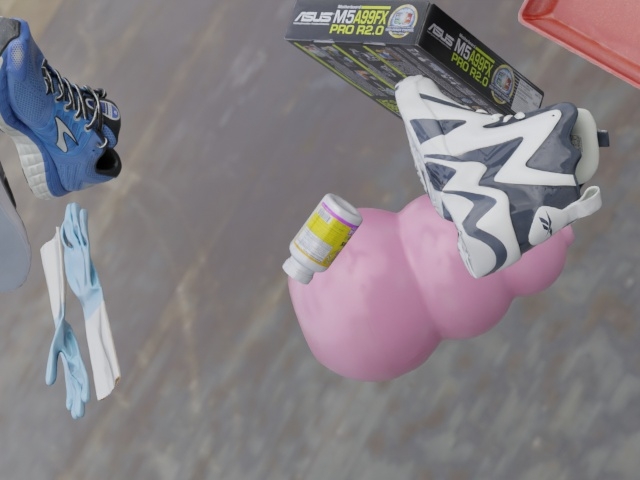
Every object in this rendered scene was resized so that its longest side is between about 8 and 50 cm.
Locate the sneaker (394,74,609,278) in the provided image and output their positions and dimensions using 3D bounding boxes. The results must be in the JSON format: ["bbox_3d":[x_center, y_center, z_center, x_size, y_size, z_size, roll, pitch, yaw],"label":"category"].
[{"bbox_3d":[0.161,-0.079,1.337,0.153,0.094,0.235,-20,36,-1],"label":"sneaker"}]

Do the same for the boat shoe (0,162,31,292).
[{"bbox_3d":[-0.350,-0.043,1.616,0.080,0.228,0.076,-10,46,4],"label":"boat shoe"}]

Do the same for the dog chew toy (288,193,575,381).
[{"bbox_3d":[0.135,0.037,1.846,0.332,0.206,0.206,-19,29,6],"label":"dog chew toy"}]

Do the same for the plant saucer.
[{"bbox_3d":[0.392,-0.314,1.831,0.258,0.048,0.259,36,104,35],"label":"plant saucer"}]

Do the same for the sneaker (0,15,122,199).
[{"bbox_3d":[-0.341,-0.180,2.060,0.330,0.147,0.130,72,-168,-58],"label":"sneaker"}]

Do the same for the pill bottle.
[{"bbox_3d":[0.000,0.000,1.478,0.083,0.043,0.043,-54,21,15],"label":"pill bottle"}]

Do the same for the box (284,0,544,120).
[{"bbox_3d":[0.120,-0.218,1.970,0.216,0.270,0.060,10,77,43],"label":"box"}]

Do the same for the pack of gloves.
[{"bbox_3d":[-0.294,0.082,1.803,0.195,0.046,0.232,132,129,-58],"label":"pack of gloves"}]
